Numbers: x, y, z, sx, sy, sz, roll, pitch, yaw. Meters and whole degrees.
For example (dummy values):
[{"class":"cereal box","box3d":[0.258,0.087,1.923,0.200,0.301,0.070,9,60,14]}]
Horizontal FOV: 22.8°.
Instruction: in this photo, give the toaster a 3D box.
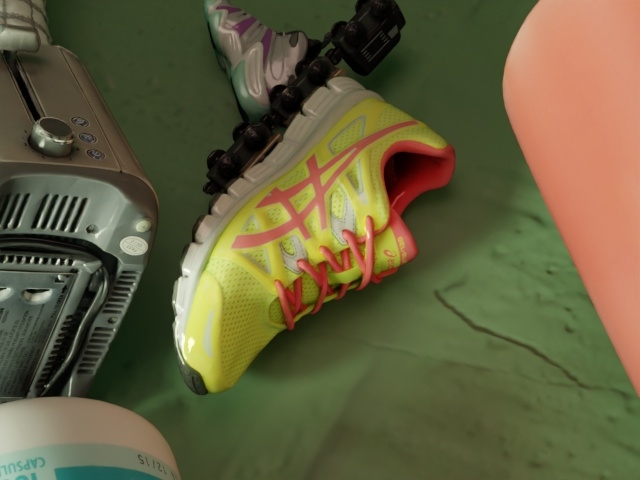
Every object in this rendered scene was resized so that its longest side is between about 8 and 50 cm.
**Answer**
[{"class":"toaster","box3d":[-0.175,0.002,0.806,0.129,0.227,0.146,3,42,-29]}]

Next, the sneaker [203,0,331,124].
[{"class":"sneaker","box3d":[-0.028,-0.117,0.951,0.069,0.038,0.098,-19,63,-6]}]

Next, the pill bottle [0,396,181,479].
[{"class":"pill bottle","box3d":[-0.101,0.207,0.659,0.146,0.146,0.264,-20,53,-4]}]

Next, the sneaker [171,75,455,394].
[{"class":"sneaker","box3d":[0.000,0.000,0.831,0.094,0.081,0.208,23,61,22]}]

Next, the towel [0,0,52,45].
[{"class":"towel","box3d":[-0.306,-0.131,0.925,0.283,0.121,0.235,-1,52,-18]}]

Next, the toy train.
[{"class":"toy train","box3d":[-0.008,-0.079,0.908,0.158,0.036,0.027,-47,23,-12]}]

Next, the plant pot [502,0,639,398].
[{"class":"plant pot","box3d":[0.237,0.001,0.688,0.275,0.275,0.243,-11,62,3]}]
